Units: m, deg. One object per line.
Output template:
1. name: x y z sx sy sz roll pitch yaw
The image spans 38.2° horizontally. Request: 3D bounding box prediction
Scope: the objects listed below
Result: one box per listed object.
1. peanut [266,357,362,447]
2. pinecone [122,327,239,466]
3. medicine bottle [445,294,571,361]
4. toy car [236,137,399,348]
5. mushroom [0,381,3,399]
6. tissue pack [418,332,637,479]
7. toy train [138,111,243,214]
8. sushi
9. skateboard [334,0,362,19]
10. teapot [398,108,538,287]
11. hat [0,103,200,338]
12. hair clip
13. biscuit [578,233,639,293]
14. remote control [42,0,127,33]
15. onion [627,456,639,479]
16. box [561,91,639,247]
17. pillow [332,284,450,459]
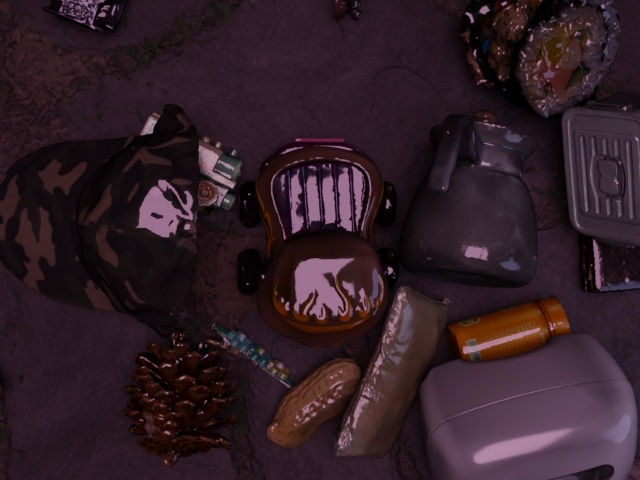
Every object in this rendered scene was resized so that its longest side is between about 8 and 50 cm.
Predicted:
1. peanut: -0.008 0.272 1.545 0.194 0.093 0.083 -44 60 6
2. pinecone: -0.224 0.247 1.482 0.185 0.168 0.212 -6 87 13
3. medicine bottle: 0.316 0.163 1.561 0.191 0.096 0.096 -16 91 -4
4. toy car: 0.000 0.000 1.465 0.271 0.240 0.341 -1 90 -5
5. mushroom: -0.633 0.381 1.474 0.154 0.137 0.407 29 94 9
6. tissue pack: 0.332 0.307 1.466 0.333 0.236 0.229 -13 134 -3
7. toy train: -0.219 -0.126 1.531 0.194 0.081 0.125 26 84 -3
8. sushi: 0.356 -0.333 1.527 0.238 0.218 0.225 -23 130 -30
9. skateboard: 0.027 -0.448 1.563 0.080 0.067 0.151 -4 85 6
10. teapot: 0.222 -0.085 1.482 0.305 0.223 0.285 16 79 -37
11. hat: -0.355 -0.027 1.414 0.381 0.257 0.366 0 89 3
12. hair clip: -0.113 0.194 1.554 0.173 0.049 0.049 32 88 -3
13. biscuit: 0.575 0.029 1.595 0.252 0.070 0.106 -5 91 -4
14. remote control: -0.331 -0.540 1.528 0.144 0.062 0.399 20 87 -5
15. onion: 0.477 0.535 1.491 0.336 0.282 0.260 -36 114 -21
16. box: 0.499 -0.125 1.500 0.135 0.163 0.243 -30 119 -36
17. pillow: 0.119 0.218 1.519 0.075 0.185 0.303 22 88 34
